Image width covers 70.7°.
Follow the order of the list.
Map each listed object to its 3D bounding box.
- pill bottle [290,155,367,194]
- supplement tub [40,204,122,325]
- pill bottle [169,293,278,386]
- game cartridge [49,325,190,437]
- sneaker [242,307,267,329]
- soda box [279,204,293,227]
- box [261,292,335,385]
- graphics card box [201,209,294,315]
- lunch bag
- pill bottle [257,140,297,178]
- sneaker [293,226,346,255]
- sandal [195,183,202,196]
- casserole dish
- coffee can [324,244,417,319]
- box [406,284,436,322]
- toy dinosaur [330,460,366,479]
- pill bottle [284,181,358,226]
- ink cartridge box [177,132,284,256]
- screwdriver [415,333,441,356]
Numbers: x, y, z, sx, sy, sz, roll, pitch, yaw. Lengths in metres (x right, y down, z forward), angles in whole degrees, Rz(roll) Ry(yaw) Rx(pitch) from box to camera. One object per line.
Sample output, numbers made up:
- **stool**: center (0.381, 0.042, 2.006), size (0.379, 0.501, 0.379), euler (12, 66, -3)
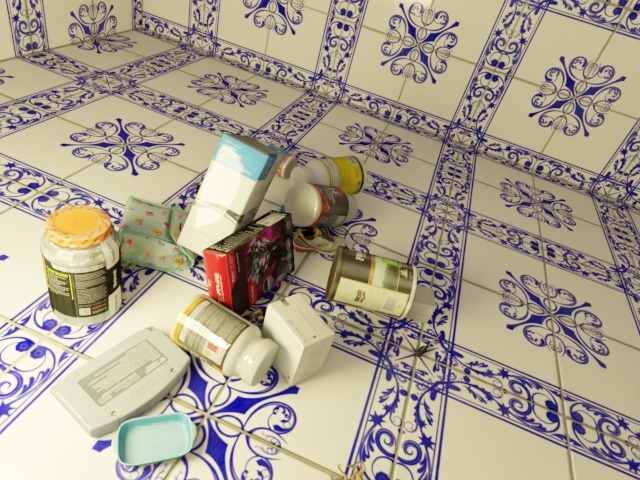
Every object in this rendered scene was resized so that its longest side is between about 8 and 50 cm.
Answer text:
- **pill bottle**: center (0.037, -0.288, 2.090), size (0.334, 0.187, 0.188), euler (-13, 46, -33)
- **supplement tub**: center (-0.660, 0.071, 1.258), size (0.194, 0.316, 0.193), euler (11, 38, -9)
- **pill bottle**: center (-0.268, 0.280, 1.269), size (0.279, 0.162, 0.162), euler (28, 38, 15)
- **game cartridge**: center (-0.501, 0.360, 1.172), size (0.198, 0.062, 0.297), euler (37, 41, 18)
- **sneaker**: center (-0.209, 0.244, 1.409), size (0.178, 0.077, 0.072), euler (-9, 43, -29)
- **soda box**: center (-0.147, -0.056, 1.824), size (0.071, 0.067, 0.210), euler (14, 37, -4)
- **box**: center (-0.073, 0.287, 1.319), size (0.119, 0.181, 0.181), euler (-17, 49, -37)
- **graphics card box**: center (-0.218, 0.069, 1.474), size (0.094, 0.232, 0.371), euler (10, 26, 25)
- **lunch bag**: center (-0.552, -0.019, 1.551), size (0.262, 0.160, 0.223), euler (16, 32, -24)
- **pill bottle**: center (-0.234, -0.394, 2.176), size (0.222, 0.124, 0.124), euler (28, 38, 17)
- **sneaker**: center (0.000, 0.000, 1.788), size (0.225, 0.092, 0.088), euler (2, 39, -20)
- **sandal**: center (-0.429, -0.164, 1.863), size (0.097, 0.054, 0.254), euler (-18, 49, -37)
- **casserole dish**: center (-0.394, 0.477, 1.075), size (0.189, 0.037, 0.114), euler (-1, 40, -23)
- **coffee can**: center (0.172, 0.147, 1.578), size (0.276, 0.201, 0.201), euler (15, 37, -4)
- **box**: center (0.353, 0.226, 1.640), size (0.102, 0.087, 0.101), euler (14, 37, -3)
- **toy dinosaur**: center (0.092, 0.598, 1.110), size (0.183, 0.053, 0.092), euler (-2, 56, -12)
- **pill bottle**: center (0.016, -0.141, 1.865), size (0.176, 0.176, 0.319), euler (42, 24, 29)
- **ink cartridge box**: center (-0.299, -0.149, 1.541), size (0.166, 0.394, 0.285), euler (27, 12, -1)
- **screwdriver**: center (0.376, 0.354, 1.541), size (0.170, 0.024, 0.025), euler (-19, 20, -41)
